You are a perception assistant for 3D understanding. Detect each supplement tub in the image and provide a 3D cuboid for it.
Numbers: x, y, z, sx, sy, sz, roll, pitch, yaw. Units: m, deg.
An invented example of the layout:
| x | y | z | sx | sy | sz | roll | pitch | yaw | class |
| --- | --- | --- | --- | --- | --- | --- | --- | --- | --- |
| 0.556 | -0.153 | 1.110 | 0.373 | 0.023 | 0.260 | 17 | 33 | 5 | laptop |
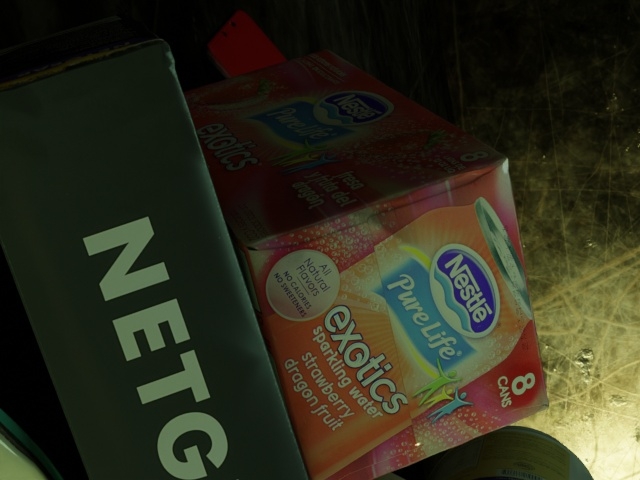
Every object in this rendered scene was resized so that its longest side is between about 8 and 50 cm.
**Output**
| x | y | z | sx | sy | sz | roll | pitch | yaw | class |
| --- | --- | --- | --- | --- | --- | --- | --- | --- | --- |
| 0.233 | 0.372 | 1.536 | 0.331 | 0.241 | 0.241 | -30 | 111 | -76 | supplement tub |

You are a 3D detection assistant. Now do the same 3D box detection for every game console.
| x | y | z | sx | sy | sz | roll | pitch | yaw | class |
| --- | --- | --- | --- | --- | --- | --- | --- | --- | --- |
| -0.064 | -0.116 | 1.077 | 0.144 | 0.085 | 0.124 | -69 | 179 | -64 | game console |

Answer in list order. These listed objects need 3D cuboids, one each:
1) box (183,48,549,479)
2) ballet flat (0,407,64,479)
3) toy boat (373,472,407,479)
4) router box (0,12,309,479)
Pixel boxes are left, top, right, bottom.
| x | y | z | sx | sy | sz | roll | pitch | yaw | class |
| --- | --- | --- | --- | --- | --- | --- | --- | --- | --- |
| 0.000 | 0.000 | 0.743 | 0.300 | 0.142 | 0.154 | -134 | -152 | -65 | box |
| -0.131 | 0.134 | 0.502 | 0.248 | 0.086 | 0.086 | 67 | 19 | -51 | ballet flat |
| 0.067 | 0.305 | 1.074 | 0.151 | 0.151 | 0.231 | -54 | 149 | -26 | toy boat |
| -0.069 | 0.058 | 0.563 | 0.243 | 0.081 | 0.309 | -136 | -152 | -73 | router box |
